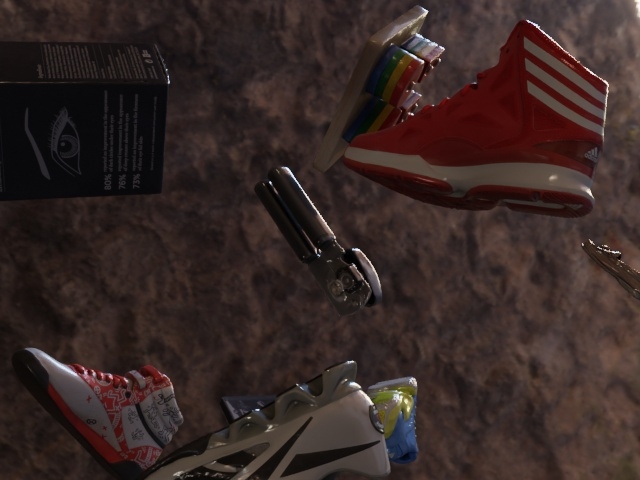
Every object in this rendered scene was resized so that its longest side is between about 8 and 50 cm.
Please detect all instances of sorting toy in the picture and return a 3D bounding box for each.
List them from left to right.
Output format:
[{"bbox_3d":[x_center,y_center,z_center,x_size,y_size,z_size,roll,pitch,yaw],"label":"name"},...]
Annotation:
[{"bbox_3d":[0.116,-0.253,1.488,0.255,0.089,0.257,-47,-14,-54],"label":"sorting toy"}]

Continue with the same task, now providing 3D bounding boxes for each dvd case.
[{"bbox_3d":[-0.085,0.398,1.722,0.179,0.239,0.030,4,-62,-29],"label":"dvd case"}]

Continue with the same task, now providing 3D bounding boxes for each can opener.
[{"bbox_3d":[0.000,0.000,1.414,0.076,0.283,0.095,-43,-19,29],"label":"can opener"}]

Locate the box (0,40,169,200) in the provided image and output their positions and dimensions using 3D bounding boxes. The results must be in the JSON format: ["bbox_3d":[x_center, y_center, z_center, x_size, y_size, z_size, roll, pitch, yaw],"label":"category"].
[{"bbox_3d":[-0.286,-0.138,0.971,0.207,0.108,0.153,-3,-52,-20],"label":"box"}]

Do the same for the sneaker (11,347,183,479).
[{"bbox_3d":[-0.309,0.215,1.216,0.145,0.090,0.270,-48,-62,-28],"label":"sneaker"}]

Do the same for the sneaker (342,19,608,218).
[{"bbox_3d":[0.118,-0.092,0.634,0.087,0.221,0.128,22,-96,-47],"label":"sneaker"}]

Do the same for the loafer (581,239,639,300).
[{"bbox_3d":[0.462,0.038,1.311,0.039,0.125,0.045,-49,-25,16],"label":"loafer"}]

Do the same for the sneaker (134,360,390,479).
[{"bbox_3d":[-0.076,0.266,0.906,0.330,0.146,0.122,-31,-14,19],"label":"sneaker"}]

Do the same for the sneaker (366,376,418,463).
[{"bbox_3d":[0.126,0.316,1.472,0.240,0.091,0.126,-10,-93,-72],"label":"sneaker"}]
